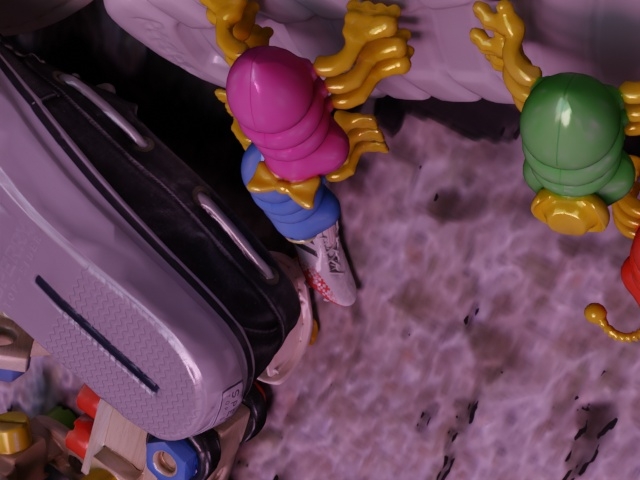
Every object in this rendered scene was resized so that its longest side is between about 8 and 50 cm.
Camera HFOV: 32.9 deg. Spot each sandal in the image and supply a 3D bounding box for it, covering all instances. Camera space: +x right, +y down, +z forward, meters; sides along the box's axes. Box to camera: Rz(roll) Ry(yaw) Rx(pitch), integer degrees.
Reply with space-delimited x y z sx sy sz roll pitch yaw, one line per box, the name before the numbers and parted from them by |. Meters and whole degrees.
sandal | 0.074 -0.127 0.457 0.416 0.169 0.102 7 77 31

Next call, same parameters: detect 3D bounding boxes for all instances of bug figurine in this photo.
bug figurine | 0.057 -0.027 0.473 0.279 0.072 0.216 12 164 22

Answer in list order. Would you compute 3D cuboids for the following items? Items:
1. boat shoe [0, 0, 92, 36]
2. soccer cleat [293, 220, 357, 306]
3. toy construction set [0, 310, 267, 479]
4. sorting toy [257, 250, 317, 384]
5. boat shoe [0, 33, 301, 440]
boat shoe | -0.131 -0.220 0.551 0.324 0.116 0.097 -36 48 48
soccer cleat | 0.000 0.000 0.625 0.035 0.029 0.083 -30 91 44
toy construction set | -0.162 0.131 0.733 0.215 0.151 0.328 30 138 17
sorting toy | -0.045 0.037 0.667 0.075 0.045 0.083 7 112 40
boat shoe | -0.152 -0.037 0.602 0.335 0.119 0.121 47 129 3
